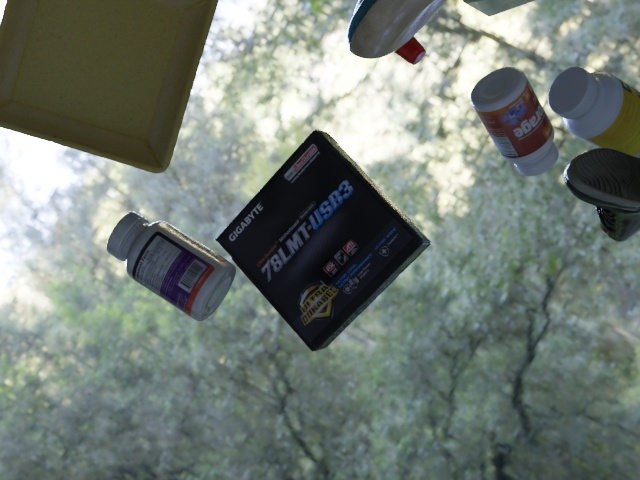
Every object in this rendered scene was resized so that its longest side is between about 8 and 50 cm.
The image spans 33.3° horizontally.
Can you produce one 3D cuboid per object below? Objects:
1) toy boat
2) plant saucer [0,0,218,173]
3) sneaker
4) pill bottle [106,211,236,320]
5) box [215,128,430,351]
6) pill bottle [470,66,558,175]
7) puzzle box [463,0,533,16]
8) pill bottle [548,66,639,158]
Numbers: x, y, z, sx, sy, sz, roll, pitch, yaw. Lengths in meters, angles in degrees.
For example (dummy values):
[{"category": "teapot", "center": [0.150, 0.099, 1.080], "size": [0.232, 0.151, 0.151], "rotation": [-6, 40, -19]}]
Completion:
[{"category": "toy boat", "center": [0.149, -0.468, 2.199], "size": [0.267, 0.148, 0.318], "rotation": [-44, -12, -5]}, {"category": "plant saucer", "center": [-0.379, -0.317, 1.829], "size": [0.081, 0.332, 0.333], "rotation": [-153, 80, -75]}, {"category": "sneaker", "center": [0.367, -0.046, 1.344], "size": [0.118, 0.222, 0.083], "rotation": [-48, 50, 43]}, {"category": "pill bottle", "center": [-0.242, 0.036, 1.709], "size": [0.108, 0.193, 0.108], "rotation": [-54, -13, -18]}, {"category": "box", "center": [0.000, 0.000, 1.974], "size": [0.295, 0.293, 0.073], "rotation": [-46, -13, 15]}, {"category": "pill bottle", "center": [0.399, -0.236, 2.166], "size": [0.121, 0.216, 0.121], "rotation": [-24, 37, 20]}, {"category": "puzzle box", "center": [0.478, -0.525, 2.013], "size": [0.408, 0.052, 0.272], "rotation": [-17, -1, 19]}, {"category": "pill bottle", "center": [0.425, -0.188, 1.586], "size": [0.103, 0.184, 0.103], "rotation": [-29, 51, 43]}]
